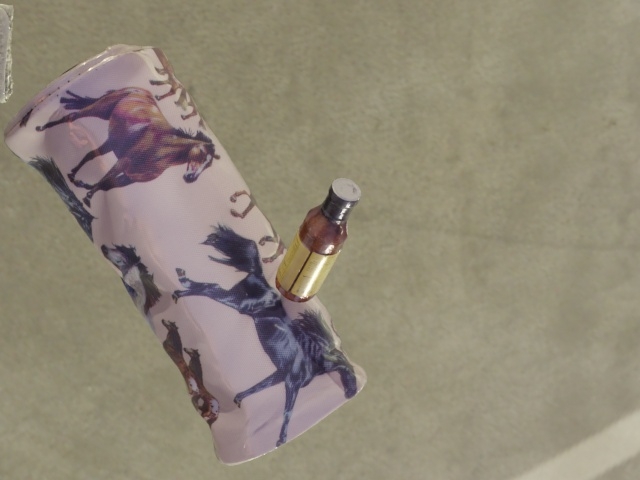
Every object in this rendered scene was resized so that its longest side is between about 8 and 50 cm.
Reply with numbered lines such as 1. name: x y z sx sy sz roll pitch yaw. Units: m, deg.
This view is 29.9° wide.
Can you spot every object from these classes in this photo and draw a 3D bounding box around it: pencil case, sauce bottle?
1. pencil case: -0.121 0.020 1.114 0.160 0.183 0.410 -38 100 -33
2. sauce bottle: 0.000 0.000 1.003 0.042 0.042 0.128 -5 144 -32

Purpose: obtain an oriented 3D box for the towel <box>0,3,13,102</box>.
1. towel: -0.491 -0.270 1.701 0.110 0.027 0.148 6 114 -5
